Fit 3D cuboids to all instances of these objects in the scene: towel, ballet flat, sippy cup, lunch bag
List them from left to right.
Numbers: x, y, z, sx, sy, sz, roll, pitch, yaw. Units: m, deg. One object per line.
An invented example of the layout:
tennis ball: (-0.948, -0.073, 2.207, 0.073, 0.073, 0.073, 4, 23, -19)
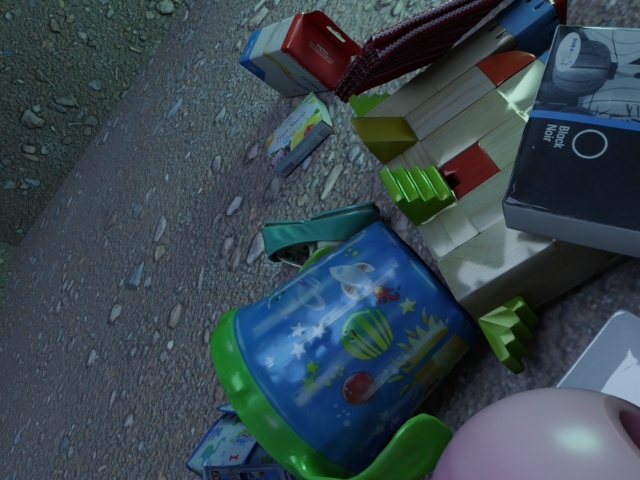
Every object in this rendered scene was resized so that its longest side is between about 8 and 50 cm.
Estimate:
lunch bag: (-0.088, 0.270, 0.725, 0.129, 0.096, 0.151, -13, 30, 45)
ballet flat: (0.000, 0.000, 0.817, 0.247, 0.083, 0.087, -9, 85, 47)
sippy cup: (0.040, 0.109, 0.584, 0.224, 0.240, 0.305, -43, 63, 9)
towel: (0.126, -0.251, 0.687, 0.199, 0.031, 0.275, -26, 7, -4)

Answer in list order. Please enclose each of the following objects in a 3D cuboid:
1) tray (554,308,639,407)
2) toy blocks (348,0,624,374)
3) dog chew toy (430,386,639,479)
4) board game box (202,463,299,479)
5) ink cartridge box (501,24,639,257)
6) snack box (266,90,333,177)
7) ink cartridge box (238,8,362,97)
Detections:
tray: (0.230, 0.203, 0.440, 0.270, 0.030, 0.145, -56, 38, 8)
toy blocks: (0.211, -0.098, 0.556, 0.261, 0.191, 0.381, -35, 47, 17)
dog chew toy: (0.122, 0.258, 0.351, 0.332, 0.207, 0.206, -56, 36, 20)
board game box: (-0.075, 0.317, 0.592, 0.194, 0.194, 0.060, -48, 39, 17)
ink cartridge box: (0.314, -0.054, 0.363, 0.333, 0.065, 0.165, 15, 78, 25)
snack box: (-0.043, -0.203, 1.014, 0.141, 0.037, 0.100, -41, 40, 25)
ink cartridge box: (-0.040, -0.355, 1.026, 0.231, 0.134, 0.078, 11, 76, 53)
